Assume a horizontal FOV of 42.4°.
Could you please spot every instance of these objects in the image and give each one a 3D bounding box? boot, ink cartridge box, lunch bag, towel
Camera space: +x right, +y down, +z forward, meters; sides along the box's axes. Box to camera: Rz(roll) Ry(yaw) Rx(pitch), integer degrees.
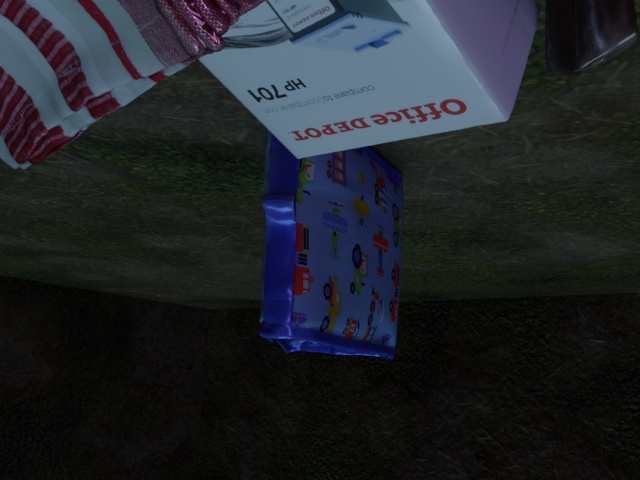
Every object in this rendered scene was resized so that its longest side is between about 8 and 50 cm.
[{"bbox_3d":[0.140,-0.137,0.377,0.037,0.114,0.106,7,169,-20],"label":"boot"},{"bbox_3d":[-0.004,-0.132,0.387,0.139,0.082,0.190,-6,142,40],"label":"ink cartridge box"},{"bbox_3d":[0.000,0.000,0.846,0.138,0.221,0.293,1,169,13],"label":"lunch bag"},{"bbox_3d":[-0.196,-0.140,0.402,0.237,0.037,0.329,42,154,-23],"label":"towel"}]
